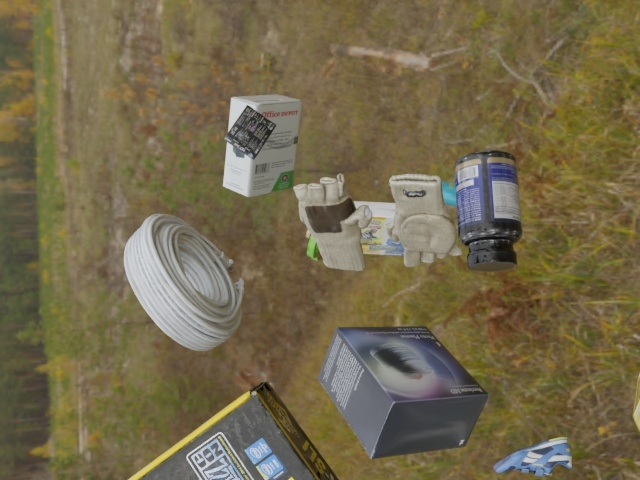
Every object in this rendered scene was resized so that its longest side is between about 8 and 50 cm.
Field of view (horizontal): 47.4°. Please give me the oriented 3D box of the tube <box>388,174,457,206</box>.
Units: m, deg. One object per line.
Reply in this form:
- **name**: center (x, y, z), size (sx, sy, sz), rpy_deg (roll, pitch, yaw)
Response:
- **tube**: center (0.247, -0.104, 1.532), size (0.080, 0.207, 0.052), rpy_deg (-52, -26, -73)

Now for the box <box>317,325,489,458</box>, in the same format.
- **box**: center (0.202, 0.364, 1.817), size (0.294, 0.296, 0.183), rpy_deg (50, 129, 49)

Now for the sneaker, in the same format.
- **sneaker**: center (0.383, 0.398, 1.309), size (0.053, 0.144, 0.059), rpy_deg (59, -167, -72)

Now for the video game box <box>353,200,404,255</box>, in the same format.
- **video game box**: center (0.169, -0.025, 1.764), size (0.187, 0.205, 0.048), rpy_deg (90, -177, -58)

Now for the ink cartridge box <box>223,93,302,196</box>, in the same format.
- **ink cartridge box**: center (-0.129, -0.216, 1.631), size (0.087, 0.153, 0.208), rpy_deg (24, 115, 34)

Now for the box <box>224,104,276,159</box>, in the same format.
- **box**: center (-0.127, -0.197, 1.328), size (0.018, 0.067, 0.083), rpy_deg (-41, 19, 57)

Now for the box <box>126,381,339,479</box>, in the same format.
- **box**: center (-0.078, 0.372, 0.865), size (0.322, 0.257, 0.079), rpy_deg (54, -175, 5)

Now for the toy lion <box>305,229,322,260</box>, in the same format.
- **toy lion**: center (0.000, 0.000, 1.337), size (0.100, 0.034, 0.096), rpy_deg (-51, -20, -52)

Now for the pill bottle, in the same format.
- **pill bottle**: center (0.327, -0.055, 1.418), size (0.123, 0.122, 0.219), rpy_deg (152, 121, -63)

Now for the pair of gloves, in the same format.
- **pair of gloves**: center (0.085, -0.029, 1.101), size (0.204, 0.240, 0.042), rpy_deg (63, -146, -45)

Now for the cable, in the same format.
- **cable**: center (-0.239, 0.071, 1.290), size (0.089, 0.257, 0.257), rpy_deg (-33, 28, 13)

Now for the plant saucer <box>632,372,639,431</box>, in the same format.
- **plant saucer**: center (0.810, 0.282, 1.696), size (0.081, 0.333, 0.333), rpy_deg (19, 109, 21)
